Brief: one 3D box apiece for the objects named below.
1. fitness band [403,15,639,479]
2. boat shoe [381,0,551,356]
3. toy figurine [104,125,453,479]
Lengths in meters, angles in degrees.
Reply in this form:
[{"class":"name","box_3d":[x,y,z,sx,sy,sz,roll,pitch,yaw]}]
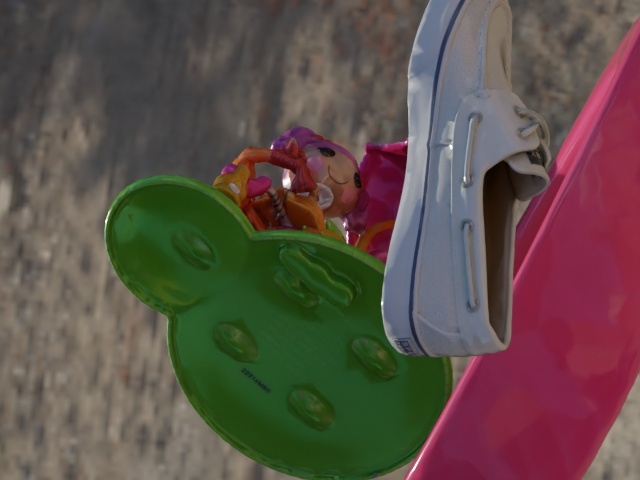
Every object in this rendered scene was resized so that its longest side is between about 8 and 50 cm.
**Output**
[{"class":"fitness band","box_3d":[0.072,0.049,0.591,0.209,0.054,0.291,-59,-6,-33]},{"class":"boat shoe","box_3d":[0.041,-0.020,0.415,0.035,0.035,0.100,2,73,31]},{"class":"toy figurine","box_3d":[0.000,0.000,0.789,0.130,0.173,0.159,-44,9,35]}]
